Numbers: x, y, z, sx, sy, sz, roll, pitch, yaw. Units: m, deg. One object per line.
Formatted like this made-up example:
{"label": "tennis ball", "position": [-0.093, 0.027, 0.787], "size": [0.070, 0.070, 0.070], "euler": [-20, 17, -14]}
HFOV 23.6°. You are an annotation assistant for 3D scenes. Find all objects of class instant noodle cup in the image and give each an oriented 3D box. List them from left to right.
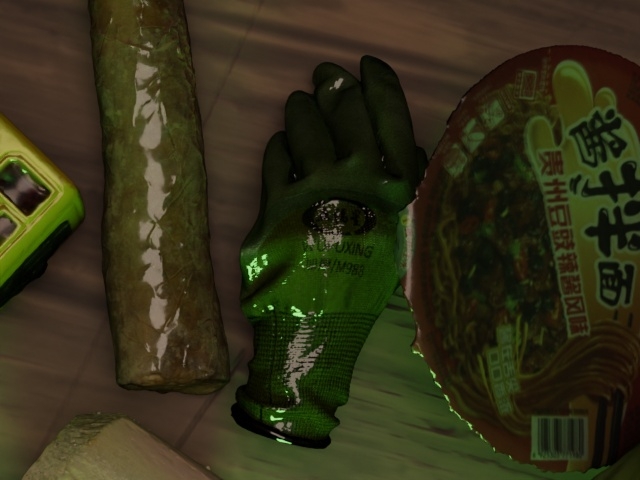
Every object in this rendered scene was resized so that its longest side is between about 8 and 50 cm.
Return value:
{"label": "instant noodle cup", "position": [0.143, 0.013, 1.004], "size": [0.274, 0.091, 0.274], "euler": [1, 89, -32]}

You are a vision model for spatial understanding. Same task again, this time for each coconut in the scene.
{"label": "coconut", "position": [-0.122, 0.194, 0.950], "size": [0.153, 0.147, 0.147], "euler": [34, 81, 3]}

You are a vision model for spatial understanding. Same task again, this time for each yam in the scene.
{"label": "yam", "position": [-0.117, -0.073, 1.026], "size": [0.081, 0.081, 0.356], "euler": [-7, 81, -6]}

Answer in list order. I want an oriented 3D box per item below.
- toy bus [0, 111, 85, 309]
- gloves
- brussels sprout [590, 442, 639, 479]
{"label": "toy bus", "position": [-0.304, 0.048, 0.955], "size": [0.151, 0.145, 0.331], "euler": [42, 80, 0]}
{"label": "gloves", "position": [0.007, 0.004, 1.014], "size": [0.135, 0.107, 0.268], "euler": [16, 77, -34]}
{"label": "brussels sprout", "position": [0.292, 0.223, 0.929], "size": [0.328, 0.247, 0.328], "euler": [1, 89, -38]}
